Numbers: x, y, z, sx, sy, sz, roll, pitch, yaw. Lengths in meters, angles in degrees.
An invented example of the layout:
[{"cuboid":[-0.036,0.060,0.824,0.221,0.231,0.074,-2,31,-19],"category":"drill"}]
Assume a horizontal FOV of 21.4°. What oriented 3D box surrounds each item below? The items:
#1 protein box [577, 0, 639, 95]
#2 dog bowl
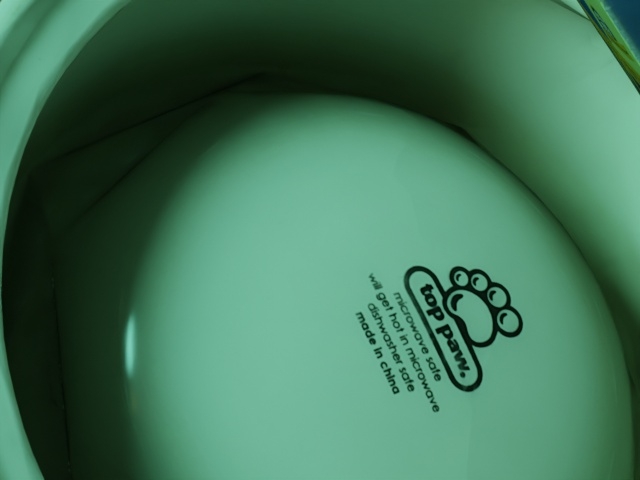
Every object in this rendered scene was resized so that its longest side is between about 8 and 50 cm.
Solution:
[{"cuboid":[0.199,-0.090,0.549,0.201,0.200,0.136,-34,27,10],"category":"protein box"},{"cuboid":[0.021,0.049,0.699,0.150,0.408,0.408,133,142,-58],"category":"dog bowl"}]
